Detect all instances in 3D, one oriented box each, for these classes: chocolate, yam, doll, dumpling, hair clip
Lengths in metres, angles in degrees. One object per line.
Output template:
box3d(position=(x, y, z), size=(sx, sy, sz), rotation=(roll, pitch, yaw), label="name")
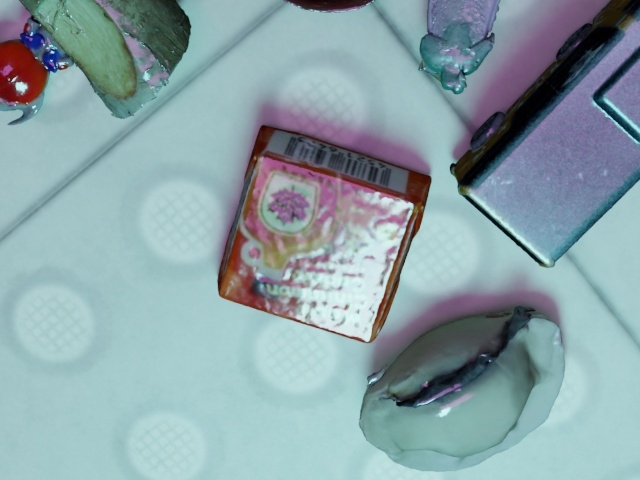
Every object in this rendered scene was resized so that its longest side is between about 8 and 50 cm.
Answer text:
box3d(position=(0.000, 0.000, 1.350), size=(0.238, 0.108, 0.234), rotation=(18, 109, -2), label="chocolate")
box3d(position=(-0.265, -0.285, 1.260), size=(0.154, 0.154, 0.254), rotation=(-36, 107, 14), label="yam")
box3d(position=(-0.379, -0.223, 1.342), size=(0.195, 0.062, 0.104), rotation=(-39, 129, 8), label="doll")
box3d(position=(0.196, 0.208, 1.364), size=(0.293, 0.163, 0.204), rotation=(-24, 92, -2), label="dumpling")
box3d(position=(0.205, -0.352, 1.248), size=(0.096, 0.110, 0.358), rotation=(10, 107, -40), label="hair clip")

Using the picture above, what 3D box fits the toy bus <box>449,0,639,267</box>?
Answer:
box3d(position=(0.315, -0.137, 1.235), size=(0.162, 0.194, 0.323), rotation=(41, 106, -6), label="toy bus")

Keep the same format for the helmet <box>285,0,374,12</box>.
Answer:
box3d(position=(0.008, -0.352, 1.243), size=(0.175, 0.106, 0.155), rotation=(16, 109, -2), label="helmet")
